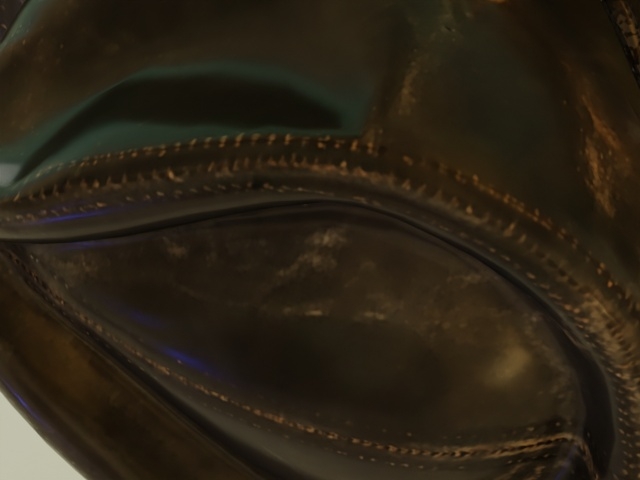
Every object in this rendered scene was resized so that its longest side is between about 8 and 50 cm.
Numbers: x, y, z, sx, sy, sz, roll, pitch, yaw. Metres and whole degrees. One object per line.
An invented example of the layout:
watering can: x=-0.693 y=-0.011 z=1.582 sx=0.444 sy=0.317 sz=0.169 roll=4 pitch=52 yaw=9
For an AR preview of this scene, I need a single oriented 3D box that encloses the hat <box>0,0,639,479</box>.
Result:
hat: x=0.000 y=0.000 z=0.406 sx=0.331 sy=0.331 sz=0.134 roll=-4 pitch=-147 yaw=39
